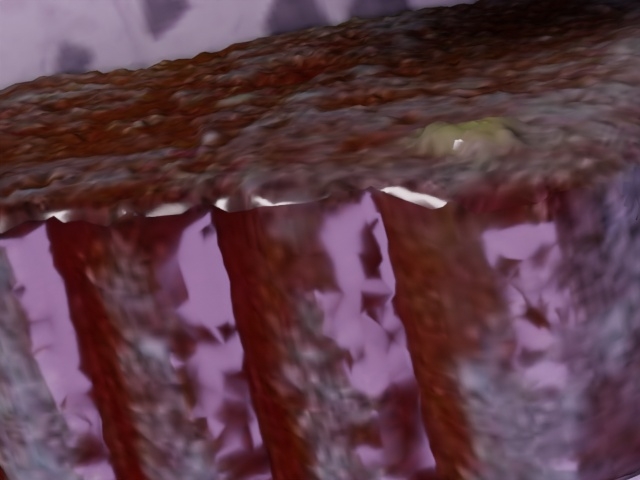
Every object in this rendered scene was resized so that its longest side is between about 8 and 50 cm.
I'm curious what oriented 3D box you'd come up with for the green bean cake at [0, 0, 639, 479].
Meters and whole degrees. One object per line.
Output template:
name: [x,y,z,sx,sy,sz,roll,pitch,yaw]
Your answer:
green bean cake: [0.000,0.000,0.447,0.233,0.198,0.097,-5,109,20]
